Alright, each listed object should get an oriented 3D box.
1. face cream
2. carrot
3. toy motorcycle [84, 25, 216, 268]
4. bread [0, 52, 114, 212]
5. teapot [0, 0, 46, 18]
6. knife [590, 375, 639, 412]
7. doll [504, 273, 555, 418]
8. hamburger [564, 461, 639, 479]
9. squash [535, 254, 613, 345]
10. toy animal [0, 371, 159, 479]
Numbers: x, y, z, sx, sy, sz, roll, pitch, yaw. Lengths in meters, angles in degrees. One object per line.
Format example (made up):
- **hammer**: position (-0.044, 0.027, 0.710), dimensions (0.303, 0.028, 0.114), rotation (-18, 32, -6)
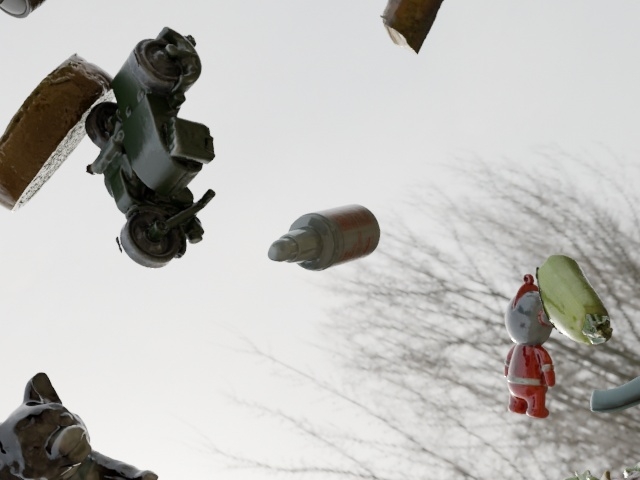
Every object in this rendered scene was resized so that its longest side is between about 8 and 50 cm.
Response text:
- **face cream**: position (0.000, 0.000, 1.544), dimensions (0.252, 0.101, 0.101), rotation (-15, -62, -57)
- **carrot**: position (0.204, -0.506, 1.745), dimensions (0.114, 0.114, 0.301), rotation (22, -84, -53)
- **toy motorcycle**: position (-0.194, -0.117, 1.146), dimensions (0.127, 0.275, 0.205), rotation (-2, -29, -44)
- **bread**: position (-0.364, -0.145, 1.239), dimensions (0.070, 0.236, 0.236), rotation (38, -108, -9)
- **teapot**: position (-0.325, -0.279, 0.940), dimensions (0.080, 0.110, 0.085), rotation (-54, -22, -32)
- **knife**: position (0.343, 0.113, 0.838), dimensions (0.015, 0.210, 0.028), rotation (48, -154, -39)
- **doll**: position (0.359, 0.179, 1.599), dimensions (0.076, 0.142, 0.244), rotation (6, -96, -24)
- **hamburger**: position (0.377, 0.413, 1.137), dimensions (0.212, 0.274, 0.274), rotation (-10, -60, -9)
- **squash**: position (0.342, 0.096, 1.246), dimensions (0.075, 0.200, 0.090), rotation (-28, -69, 11)
- **toy animal**: position (-0.450, 0.325, 1.415), dimensions (0.302, 0.344, 0.194), rotation (48, -130, -10)
